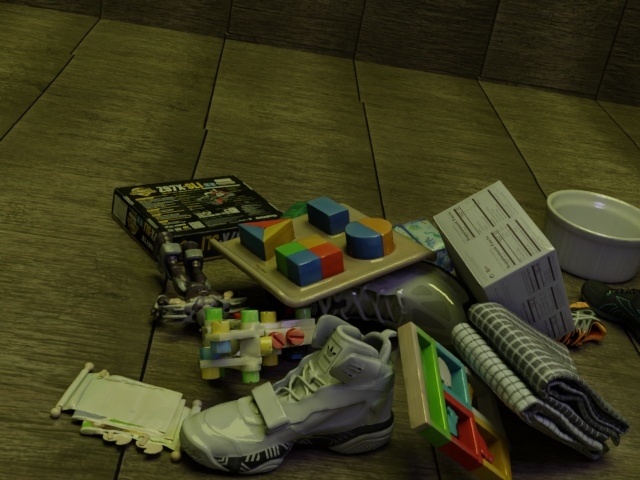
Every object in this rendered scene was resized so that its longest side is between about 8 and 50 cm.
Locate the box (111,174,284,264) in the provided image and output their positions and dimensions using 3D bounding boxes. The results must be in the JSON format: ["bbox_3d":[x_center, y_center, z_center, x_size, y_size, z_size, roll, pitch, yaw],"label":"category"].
[{"bbox_3d":[-0.268,-0.052,2.085,0.322,0.079,0.257,-10,31,-36],"label":"box"}]

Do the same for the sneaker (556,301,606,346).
[{"bbox_3d":[0.510,0.182,1.914,0.214,0.084,0.083,-11,42,-35],"label":"sneaker"}]

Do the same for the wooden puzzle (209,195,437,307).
[{"bbox_3d":[0.000,0.000,1.784,0.347,0.081,0.322,-15,26,-27],"label":"wooden puzzle"}]

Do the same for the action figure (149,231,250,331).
[{"bbox_3d":[-0.242,0.097,1.782,0.185,0.099,0.285,5,29,-27],"label":"action figure"}]

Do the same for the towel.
[{"bbox_3d":[0.380,0.237,1.575,0.283,0.121,0.235,33,9,-38],"label":"towel"}]

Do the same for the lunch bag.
[{"bbox_3d":[0.210,0.025,2.106,0.151,0.096,0.129,-17,38,-20],"label":"lunch bag"}]

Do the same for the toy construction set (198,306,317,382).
[{"bbox_3d":[-0.068,0.181,1.598,0.327,0.151,0.215,13,-7,-23],"label":"toy construction set"}]

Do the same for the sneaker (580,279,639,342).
[{"bbox_3d":[0.692,0.143,2.035,0.101,0.106,0.267,-10,31,-34],"label":"sneaker"}]

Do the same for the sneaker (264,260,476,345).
[{"bbox_3d":[0.068,0.133,1.789,0.447,0.169,0.257,21,34,37],"label":"sneaker"}]

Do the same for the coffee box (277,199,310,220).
[{"bbox_3d":[-0.057,-0.007,2.034,0.040,0.113,0.184,-4,22,21],"label":"coffee box"}]

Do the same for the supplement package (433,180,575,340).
[{"bbox_3d":[0.344,0.062,1.724,0.145,0.262,0.204,-29,46,0],"label":"supplement package"}]

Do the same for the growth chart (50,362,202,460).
[{"bbox_3d":[-0.308,0.272,1.478,0.237,0.021,0.172,16,27,10],"label":"growth chart"}]

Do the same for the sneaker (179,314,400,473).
[{"bbox_3d":[-0.037,0.233,1.446,0.365,0.210,0.137,-2,28,-24],"label":"sneaker"}]

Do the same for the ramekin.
[{"bbox_3d":[0.683,-0.009,2.300,0.277,0.135,0.277,8,26,-4],"label":"ramekin"}]

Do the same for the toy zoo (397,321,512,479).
[{"bbox_3d":[0.228,0.276,1.475,0.293,0.030,0.192,40,31,-34],"label":"toy zoo"}]
